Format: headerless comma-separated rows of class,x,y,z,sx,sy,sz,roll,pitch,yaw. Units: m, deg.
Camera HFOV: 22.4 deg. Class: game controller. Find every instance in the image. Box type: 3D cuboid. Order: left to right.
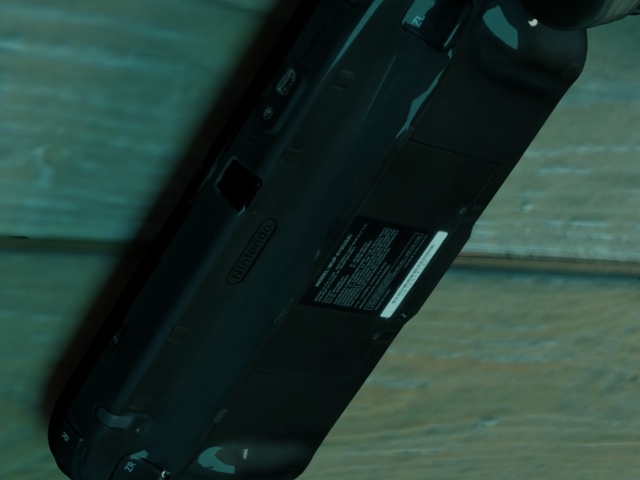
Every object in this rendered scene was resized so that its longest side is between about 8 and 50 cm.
game controller,0.000,0.000,0.761,0.166,0.067,0.319,4,126,-52

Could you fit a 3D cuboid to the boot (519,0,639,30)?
boot,0.198,-0.201,0.696,0.229,0.091,0.263,-10,129,-37
